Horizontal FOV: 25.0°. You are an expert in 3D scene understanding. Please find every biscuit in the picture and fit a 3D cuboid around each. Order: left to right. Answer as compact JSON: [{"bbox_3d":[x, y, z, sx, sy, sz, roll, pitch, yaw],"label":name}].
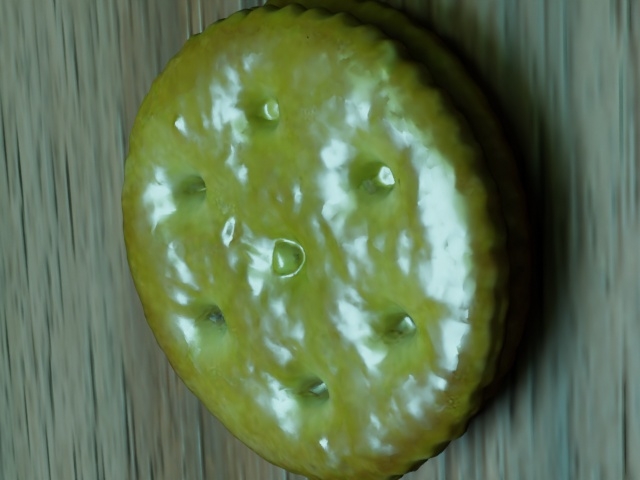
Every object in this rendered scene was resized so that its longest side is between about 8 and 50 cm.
[{"bbox_3d":[0.000,0.000,0.639,0.220,0.066,0.220,14,111,39],"label":"biscuit"}]
